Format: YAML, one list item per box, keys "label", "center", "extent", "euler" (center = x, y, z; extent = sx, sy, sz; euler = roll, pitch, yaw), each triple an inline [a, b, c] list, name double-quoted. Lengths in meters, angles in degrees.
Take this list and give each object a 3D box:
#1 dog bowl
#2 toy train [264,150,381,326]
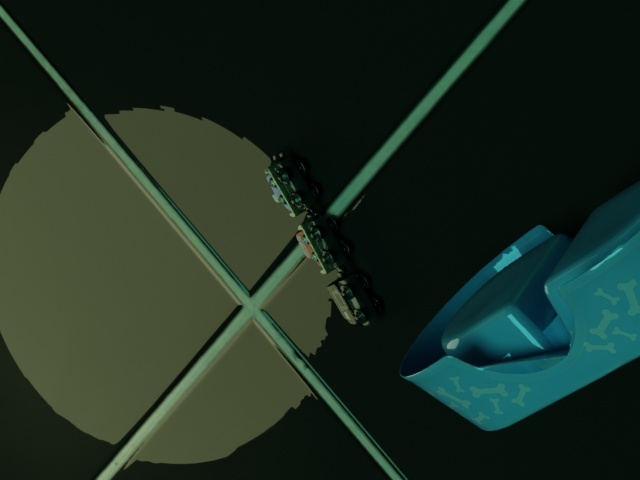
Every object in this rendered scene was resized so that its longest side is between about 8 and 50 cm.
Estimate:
- label: "dog bowl"
  center: [0.178, 0.035, 1.136]
  extent: [0.074, 0.166, 0.297]
  euler: [47, 135, -7]
- label: "toy train"
  center: [0.000, 0.000, 1.358]
  extent: [0.036, 0.027, 0.158]
  euler: [-22, 98, 56]
